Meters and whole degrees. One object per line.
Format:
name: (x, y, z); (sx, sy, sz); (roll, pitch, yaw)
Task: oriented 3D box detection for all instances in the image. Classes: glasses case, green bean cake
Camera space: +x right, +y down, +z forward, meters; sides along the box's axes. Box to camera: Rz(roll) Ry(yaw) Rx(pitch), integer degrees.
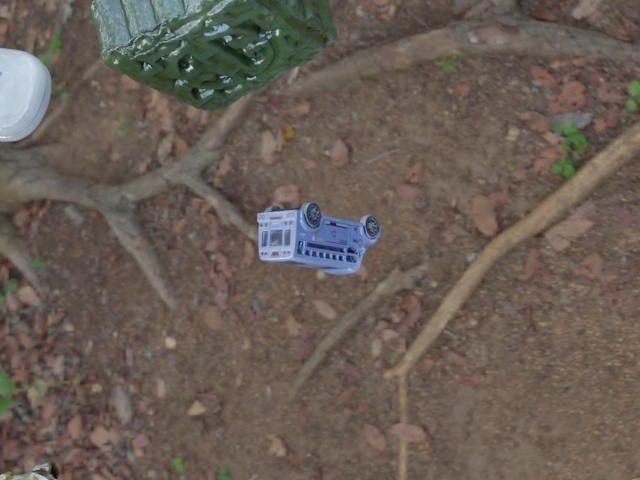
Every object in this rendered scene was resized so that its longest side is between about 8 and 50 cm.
glasses case: (-0.315, -0.127, 0.823); (0.197, 0.049, 0.076); (8, 77, 24)
green bean cake: (-0.099, -0.207, 0.914); (0.183, 0.185, 0.094); (-23, 70, 25)

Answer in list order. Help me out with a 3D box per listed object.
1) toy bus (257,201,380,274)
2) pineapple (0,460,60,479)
toy bus: (0.000, 0.000, 1.179); (0.073, 0.167, 0.076); (-5, 80, 41)
pineapple: (-0.249, 0.267, 0.742); (0.186, 0.236, 0.114); (-106, 28, -56)
